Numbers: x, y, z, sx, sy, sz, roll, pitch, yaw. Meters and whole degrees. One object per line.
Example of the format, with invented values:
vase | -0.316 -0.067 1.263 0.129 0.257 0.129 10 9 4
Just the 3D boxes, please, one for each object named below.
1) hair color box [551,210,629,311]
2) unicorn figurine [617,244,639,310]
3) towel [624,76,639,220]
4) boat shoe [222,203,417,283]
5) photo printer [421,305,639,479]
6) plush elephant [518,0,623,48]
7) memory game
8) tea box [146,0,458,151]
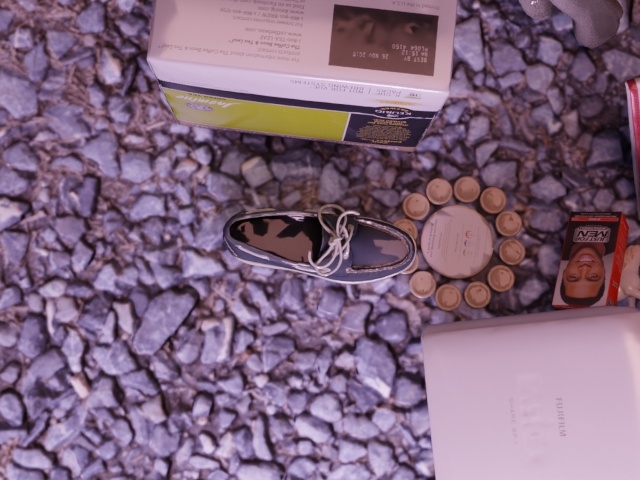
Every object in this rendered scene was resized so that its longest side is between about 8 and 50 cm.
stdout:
hair color box | 0.350 0.032 1.312 0.072 0.043 0.141 0 60 31
unicorn figurine | 0.389 0.069 1.331 0.162 0.060 0.111 -14 72 2
towel | 0.562 -0.143 1.285 0.329 0.037 0.237 -14 126 6
boat shoe | 0.000 0.000 1.315 0.254 0.079 0.095 10 82 1
photo printer | 0.287 0.213 1.230 0.307 0.107 0.256 -8 82 23
plush elephant | 0.296 -0.450 1.327 0.330 0.272 0.255 9 39 -32
memory game | 0.183 0.004 1.358 0.186 0.012 0.186 0 83 -2
tea box | -0.016 -0.256 1.229 0.329 0.323 0.220 6 83 -2
